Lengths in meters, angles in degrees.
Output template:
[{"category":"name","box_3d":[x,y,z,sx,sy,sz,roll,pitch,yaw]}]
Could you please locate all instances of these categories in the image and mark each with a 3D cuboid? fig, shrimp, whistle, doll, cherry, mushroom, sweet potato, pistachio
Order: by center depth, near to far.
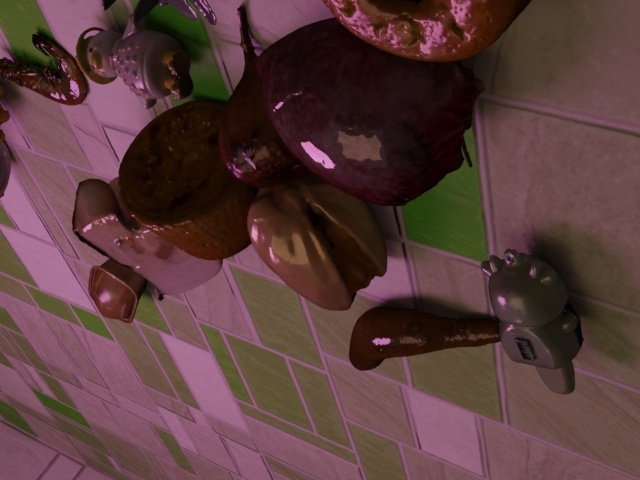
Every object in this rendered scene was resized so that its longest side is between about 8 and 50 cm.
[{"category":"cherry","box_3d":[0.040,-0.140,0.994,0.249,0.175,0.192,27,163,13]},{"category":"fig","box_3d":[-0.072,-0.165,1.144,0.201,0.146,0.134,62,-179,4]},{"category":"whistle","box_3d":[0.266,0.098,1.177,0.110,0.092,0.244,5,137,40]},{"category":"doll","box_3d":[-0.244,-0.233,1.248,0.207,0.081,0.129,18,127,33]},{"category":"pistachio","box_3d":[0.000,0.000,1.260,0.157,0.157,0.229,5,145,43]},{"category":"sweet potato","box_3d":[0.118,0.137,1.412,0.108,0.079,0.346,18,159,-30]},{"category":"shrimp","box_3d":[-0.428,-0.264,1.443,0.178,0.034,0.124,25,146,15]},{"category":"mushroom","box_3d":[-0.238,-0.044,1.471,0.173,0.162,0.236,-16,145,24]}]

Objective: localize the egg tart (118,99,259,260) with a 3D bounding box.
[{"category":"egg tart","box_3d":[-0.152,-0.071,1.295,0.202,0.203,0.147,15,158,32]}]

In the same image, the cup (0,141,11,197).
[{"category":"cup","box_3d":[-0.706,-0.121,1.744,0.226,0.241,0.185,14,160,22]}]

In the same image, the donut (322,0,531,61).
[{"category":"donut","box_3d":[0.087,-0.260,0.831,0.226,0.114,0.227,25,150,16]}]

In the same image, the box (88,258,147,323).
[{"category":"box","box_3d":[-0.387,0.095,1.842,0.111,0.111,0.177,34,151,3]}]

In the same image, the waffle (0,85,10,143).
[{"category":"waffle","box_3d":[-0.632,-0.228,1.585,0.249,0.056,0.253,-14,110,22]}]

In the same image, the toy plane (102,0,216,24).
[{"category":"toy plane","box_3d":[-0.193,-0.360,1.018,0.212,0.088,0.267,26,141,14]}]
